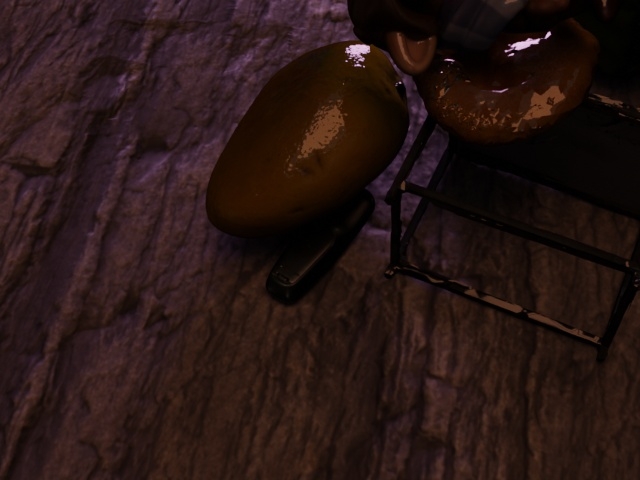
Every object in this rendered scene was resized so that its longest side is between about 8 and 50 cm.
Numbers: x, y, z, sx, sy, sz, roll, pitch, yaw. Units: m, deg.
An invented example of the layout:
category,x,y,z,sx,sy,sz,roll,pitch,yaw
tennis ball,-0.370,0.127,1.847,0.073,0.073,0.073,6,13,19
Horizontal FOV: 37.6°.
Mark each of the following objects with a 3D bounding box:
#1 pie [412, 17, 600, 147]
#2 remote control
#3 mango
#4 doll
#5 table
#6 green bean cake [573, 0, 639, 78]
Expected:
category,x,y,z,sx,sy,sz,roll,pitch,yaw
pie,0.242,-0.234,1.249,0.273,0.069,0.273,-6,48,7
remote control,0.000,0.000,1.385,0.072,0.042,0.222,29,64,21
mango,-0.024,-0.146,1.377,0.365,0.182,0.253,-41,34,-18
doll,0.195,-0.350,1.174,0.339,0.209,0.318,-13,44,4
table,0.293,-0.047,1.299,0.335,0.222,0.272,21,62,15
green bean cake,0.558,-0.439,1.482,0.335,0.319,0.218,-37,66,-14
